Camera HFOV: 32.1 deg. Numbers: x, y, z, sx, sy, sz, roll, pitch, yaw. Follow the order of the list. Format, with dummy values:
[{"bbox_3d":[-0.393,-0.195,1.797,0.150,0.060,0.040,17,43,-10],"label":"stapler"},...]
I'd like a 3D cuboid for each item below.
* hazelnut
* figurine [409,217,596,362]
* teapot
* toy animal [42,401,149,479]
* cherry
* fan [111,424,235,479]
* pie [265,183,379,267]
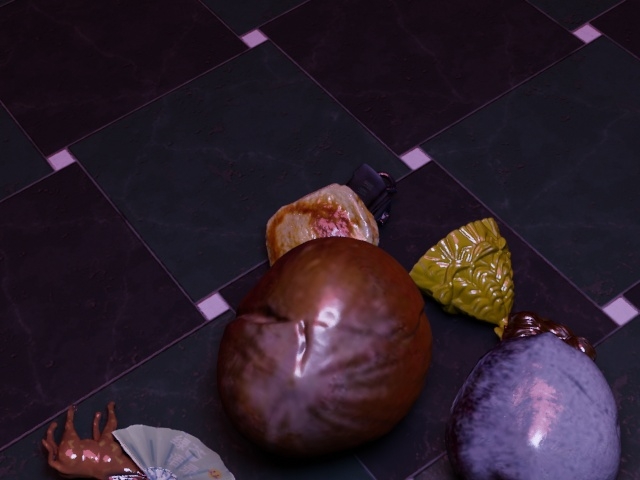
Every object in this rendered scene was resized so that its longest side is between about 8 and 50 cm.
[{"bbox_3d":[0.009,0.165,1.692,0.315,0.372,0.372,25,57,9],"label":"hazelnut"},{"bbox_3d":[0.313,0.131,1.833,0.187,0.168,0.315,-5,49,-52],"label":"figurine"},{"bbox_3d":[0.082,-0.059,2.030,0.096,0.087,0.177,31,60,21],"label":"teapot"},{"bbox_3d":[-0.314,0.349,1.761,0.224,0.066,0.230,-5,39,-23],"label":"toy animal"},{"bbox_3d":[0.315,0.285,1.639,0.255,0.218,0.296,8,76,26],"label":"cherry"},{"bbox_3d":[-0.220,0.352,1.743,0.240,0.009,0.131,31,35,16],"label":"fan"},{"bbox_3d":[0.000,0.000,1.945,0.205,0.084,0.179,-24,81,11],"label":"pie"}]
